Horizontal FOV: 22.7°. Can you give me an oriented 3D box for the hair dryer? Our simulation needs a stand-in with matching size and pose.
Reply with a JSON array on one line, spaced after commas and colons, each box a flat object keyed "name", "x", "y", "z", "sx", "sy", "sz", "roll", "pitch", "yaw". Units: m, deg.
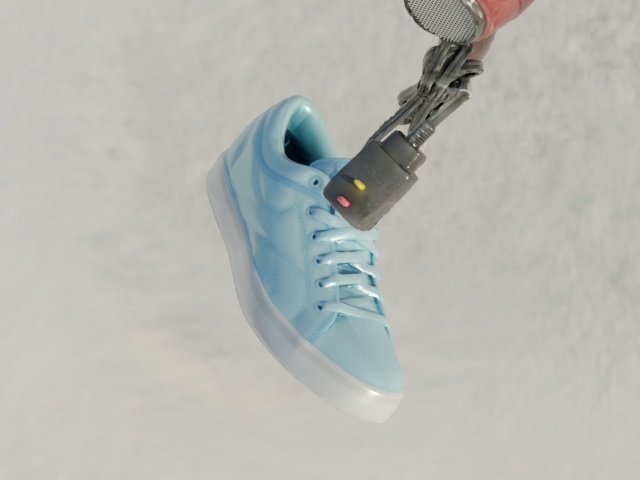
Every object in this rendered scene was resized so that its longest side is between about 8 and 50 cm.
[{"name": "hair dryer", "x": 0.084, "y": -0.152, "z": 0.960, "sx": 0.080, "sy": 0.223, "sz": 0.293, "roll": 33, "pitch": 106, "yaw": -1}]

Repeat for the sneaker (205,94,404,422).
[{"name": "sneaker", "x": 0.000, "y": 0.000, "z": 1.505, "sx": 0.150, "sy": 0.135, "sz": 0.366, "roll": -53, "pitch": 47, "yaw": 28}]
